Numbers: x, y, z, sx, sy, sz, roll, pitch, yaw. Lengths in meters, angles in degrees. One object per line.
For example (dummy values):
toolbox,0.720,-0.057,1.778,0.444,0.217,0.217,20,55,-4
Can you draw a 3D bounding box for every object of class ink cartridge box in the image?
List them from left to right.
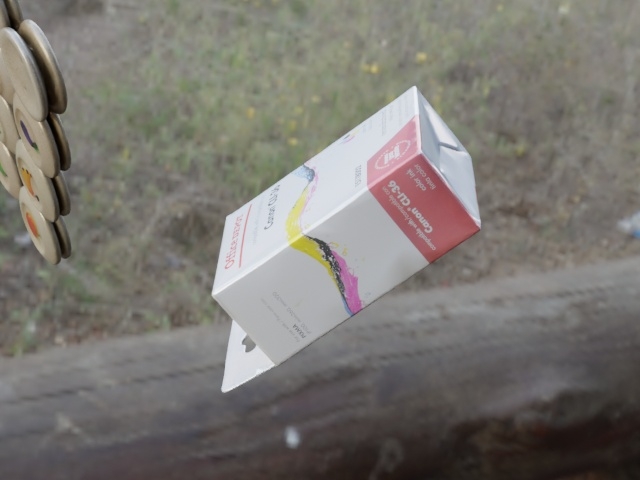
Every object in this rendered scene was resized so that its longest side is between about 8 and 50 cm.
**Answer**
ink cartridge box,0.000,0.000,0.933,0.067,0.198,0.115,49,18,-19

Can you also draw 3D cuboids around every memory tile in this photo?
memory tile,-0.130,-0.062,0.604,0.012,0.148,0.113,-24,66,-21
